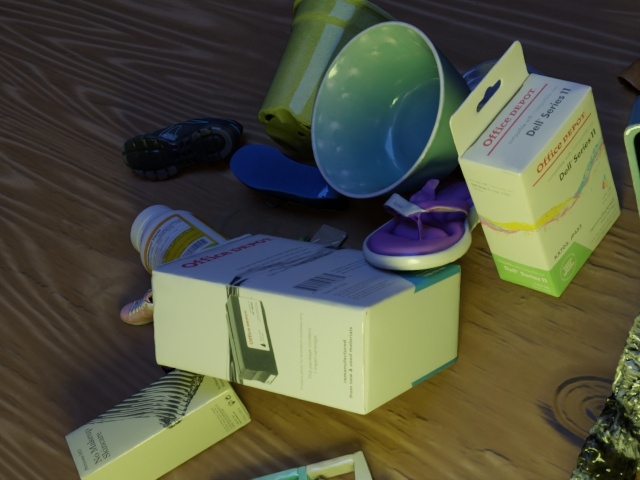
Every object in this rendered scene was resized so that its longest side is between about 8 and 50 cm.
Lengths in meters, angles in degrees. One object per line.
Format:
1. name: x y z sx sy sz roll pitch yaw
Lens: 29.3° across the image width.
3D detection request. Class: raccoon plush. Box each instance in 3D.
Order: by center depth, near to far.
1. raccoon plush: 0.540 0.244 1.619 0.299 0.216 0.446 23 90 25

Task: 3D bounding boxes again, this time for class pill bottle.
1. pill bottle: -0.237 0.027 2.193 0.136 0.136 0.245 -41 44 -15

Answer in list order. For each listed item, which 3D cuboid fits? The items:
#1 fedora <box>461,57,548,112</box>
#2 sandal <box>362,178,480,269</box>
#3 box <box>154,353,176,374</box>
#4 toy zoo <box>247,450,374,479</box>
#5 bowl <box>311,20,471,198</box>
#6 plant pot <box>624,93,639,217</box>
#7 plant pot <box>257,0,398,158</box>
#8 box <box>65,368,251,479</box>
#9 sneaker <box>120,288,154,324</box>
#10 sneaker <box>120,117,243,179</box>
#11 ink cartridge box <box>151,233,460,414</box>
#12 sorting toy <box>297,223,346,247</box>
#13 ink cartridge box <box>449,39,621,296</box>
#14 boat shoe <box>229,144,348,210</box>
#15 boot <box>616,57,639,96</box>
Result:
1. fedora: 0.338 -0.239 2.179 0.275 0.124 0.244 14 56 36
2. sandal: 0.169 -0.049 1.961 0.169 0.102 0.416 -4 15 20
3. box: -0.231 0.199 2.058 0.062 0.083 0.052 -9 46 18
4. toy zoo: -0.022 0.415 1.780 0.293 0.030 0.192 -16 43 12
5. bowl: 0.146 -0.210 2.126 0.311 0.163 0.311 -14 71 45
6. plant pot: 0.607 -0.138 1.868 0.248 0.247 0.252 -9 28 19
7. plant pot: 0.016 -0.293 2.319 0.276 0.276 0.254 15 67 36
8. box: -0.260 0.301 1.964 0.275 0.094 0.113 -32 42 -6
9. sneaker: -0.311 0.114 2.194 0.134 0.070 0.051 -1 50 27
10. sneaker: -0.277 -0.191 2.481 0.267 0.101 0.106 -6 24 22
11. ink cartridge box: -0.022 0.115 1.888 0.395 0.166 0.285 9 16 33
12. sorting toy: 0.000 0.000 2.193 0.083 0.012 0.062 21 65 35
13. ink cartridge box: 0.336 -0.108 1.879 0.119 0.353 0.207 20 60 39
14. boat shoe: -0.063 -0.100 2.275 0.258 0.089 0.109 28 78 37
15. boot: 0.695 -0.328 2.113 0.280 0.096 0.264 -41 44 -14
